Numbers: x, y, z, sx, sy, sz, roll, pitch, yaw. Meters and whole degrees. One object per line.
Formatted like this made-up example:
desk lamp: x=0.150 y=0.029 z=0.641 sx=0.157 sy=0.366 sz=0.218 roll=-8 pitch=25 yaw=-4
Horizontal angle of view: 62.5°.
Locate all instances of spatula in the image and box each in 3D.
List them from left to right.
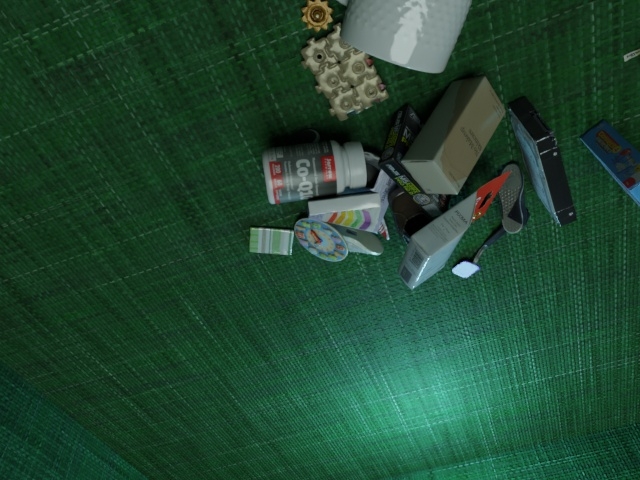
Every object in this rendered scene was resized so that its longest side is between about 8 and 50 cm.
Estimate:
spatula: x=0.593 y=0.038 z=1.927 sx=0.084 sy=0.030 sz=0.296 roll=22 pitch=125 yaw=-17

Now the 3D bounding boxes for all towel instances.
towel: x=-0.173 y=-0.001 z=1.854 sx=0.152 sy=0.023 sz=0.113 roll=5 pitch=127 yaw=-5

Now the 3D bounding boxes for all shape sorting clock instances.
shape sorting clock: x=0.000 y=0.000 z=1.797 sx=0.206 sy=0.040 sz=0.206 roll=27 pitch=148 yaw=18

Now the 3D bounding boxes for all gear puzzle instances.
gear puzzle: x=0.043 y=-0.499 z=1.444 sx=0.175 sy=0.044 sz=0.339 roll=-24 pitch=124 yaw=17

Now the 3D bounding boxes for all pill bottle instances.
pill bottle: x=-0.018 y=-0.201 z=1.516 sx=0.283 sy=0.161 sz=0.161 roll=-8 pitch=130 yaw=-3

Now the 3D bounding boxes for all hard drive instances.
hard drive: x=0.661 y=-0.233 z=1.574 sx=0.064 sy=0.237 sz=0.339 roll=-23 pitch=128 yaw=14

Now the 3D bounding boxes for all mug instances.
mug: x=0.180 y=-0.619 z=1.230 sx=0.374 sy=0.276 sz=0.328 roll=27 pitch=121 yaw=13

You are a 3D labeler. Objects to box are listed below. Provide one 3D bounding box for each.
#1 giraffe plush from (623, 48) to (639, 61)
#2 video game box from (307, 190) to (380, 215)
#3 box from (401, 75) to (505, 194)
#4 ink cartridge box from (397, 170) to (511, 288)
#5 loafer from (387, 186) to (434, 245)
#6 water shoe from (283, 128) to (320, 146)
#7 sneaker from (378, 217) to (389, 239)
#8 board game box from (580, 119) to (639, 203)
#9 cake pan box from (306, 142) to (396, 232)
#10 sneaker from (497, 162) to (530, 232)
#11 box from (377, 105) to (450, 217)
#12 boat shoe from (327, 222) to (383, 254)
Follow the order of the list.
giraffe plush: x=0.952 y=-0.514 z=1.401 sx=0.181 sy=0.170 sz=0.210 roll=36 pitch=119 yaw=-29
video game box: x=0.064 y=-0.113 z=1.565 sx=0.205 sy=0.187 sz=0.048 roll=-7 pitch=100 yaw=0
box: x=0.372 y=-0.289 z=1.466 sx=0.148 sy=0.311 sz=0.121 roll=43 pitch=161 yaw=-32
ink cartridge box: x=0.431 y=-0.023 z=1.651 sx=0.385 sy=0.091 sz=0.308 roll=-32 pitch=160 yaw=-12
loafer: x=0.313 y=-0.039 z=1.735 sx=0.134 sy=0.130 sz=0.366 roll=-27 pitch=146 yaw=13
water shoe: x=-0.076 y=-0.265 z=1.622 sx=0.203 sy=0.073 sz=0.080 roll=-34 pitch=152 yaw=20
sneaker: x=0.197 y=-0.045 z=1.825 sx=0.067 sy=0.042 sz=0.118 roll=-19 pitch=121 yaw=7
board game box: x=0.960 y=-0.180 z=1.592 sx=0.302 sy=0.308 sz=0.086 roll=34 pitch=119 yaw=-28
cake pan box: x=0.108 y=-0.170 z=1.682 sx=0.245 sy=0.070 sz=0.267 roll=12 pitch=119 yaw=-15
sneaker: x=0.644 y=-0.139 z=1.754 sx=0.086 sy=0.163 sz=0.226 roll=1 pitch=93 yaw=29
box: x=0.297 y=-0.230 z=1.566 sx=0.060 sy=0.216 sz=0.270 roll=-15 pitch=135 yaw=46
boat shoe: x=0.111 y=-0.001 z=1.842 sx=0.227 sy=0.079 sz=0.081 roll=23 pitch=144 yaw=-18
